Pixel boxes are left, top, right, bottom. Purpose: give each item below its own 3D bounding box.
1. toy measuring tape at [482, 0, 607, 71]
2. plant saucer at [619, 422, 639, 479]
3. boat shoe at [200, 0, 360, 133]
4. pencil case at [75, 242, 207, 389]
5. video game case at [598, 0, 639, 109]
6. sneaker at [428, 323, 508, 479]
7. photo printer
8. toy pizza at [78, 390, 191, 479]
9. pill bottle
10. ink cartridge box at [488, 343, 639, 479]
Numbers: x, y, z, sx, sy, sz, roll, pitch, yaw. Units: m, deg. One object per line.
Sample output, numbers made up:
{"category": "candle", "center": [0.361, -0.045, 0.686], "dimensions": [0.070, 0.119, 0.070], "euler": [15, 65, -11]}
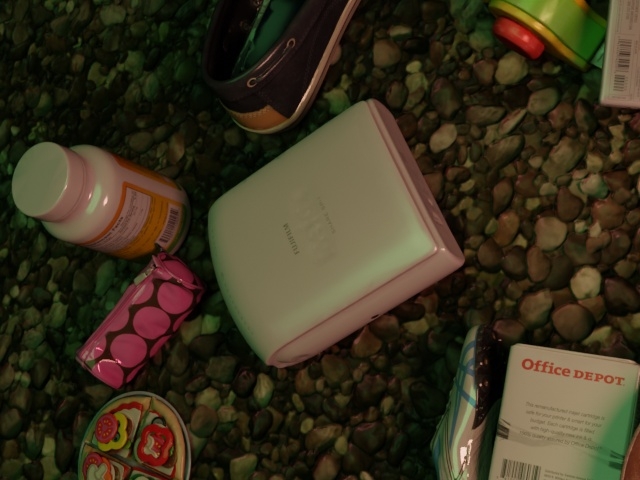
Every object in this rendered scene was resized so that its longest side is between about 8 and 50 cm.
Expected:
{"category": "toy measuring tape", "center": [0.304, -0.247, 1.264], "dimensions": [0.330, 0.121, 0.121], "euler": [38, 98, 31]}
{"category": "plant saucer", "center": [0.430, 0.250, 0.983], "dimensions": [0.311, 0.050, 0.310], "euler": [-13, 65, 31]}
{"category": "boat shoe", "center": [-0.029, -0.394, 1.471], "dimensions": [0.187, 0.156, 0.500], "euler": [19, 87, 34]}
{"category": "pencil case", "center": [-0.258, 0.112, 1.512], "dimensions": [0.209, 0.098, 0.095], "euler": [-51, 59, 11]}
{"category": "video game case", "center": [0.414, -0.242, 1.202], "dimensions": [0.183, 0.023, 0.201], "euler": [6, 86, 9]}
{"category": "sneaker", "center": [0.166, 0.212, 1.251], "dimensions": [0.086, 0.085, 0.237], "euler": [-1, 74, 38]}
{"category": "photo printer", "center": [0.000, 0.000, 1.383], "dimensions": [0.307, 0.107, 0.256], "euler": [-32, 64, 20]}
{"category": "toy pizza", "center": [-0.268, 0.311, 1.507], "dimensions": [0.201, 0.032, 0.201], "euler": [-8, 74, 28]}
{"category": "pill bottle", "center": [-0.302, -0.054, 1.490], "dimensions": [0.136, 0.246, 0.136], "euler": [-8, 74, 28]}
{"category": "ink cartridge box", "center": [0.273, 0.226, 1.181], "dimensions": [0.148, 0.086, 0.203], "euler": [7, 81, 31]}
